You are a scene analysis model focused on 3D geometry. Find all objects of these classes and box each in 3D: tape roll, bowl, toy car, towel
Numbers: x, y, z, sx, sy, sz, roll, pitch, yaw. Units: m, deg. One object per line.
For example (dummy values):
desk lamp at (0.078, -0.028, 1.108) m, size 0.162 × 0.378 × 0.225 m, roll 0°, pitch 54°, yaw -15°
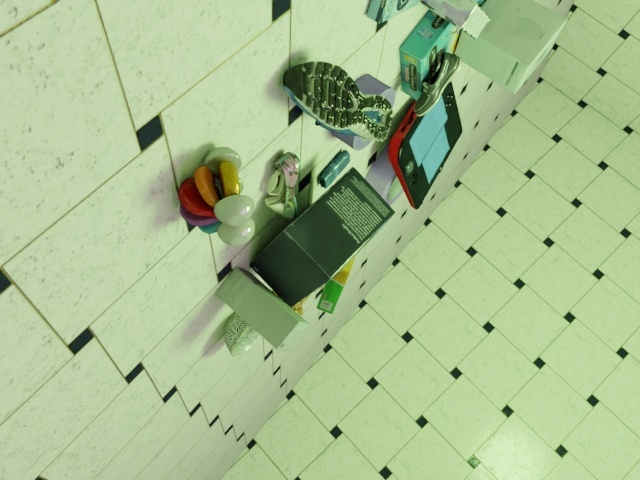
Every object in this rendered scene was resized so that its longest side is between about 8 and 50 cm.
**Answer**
tape roll at (0.114, -0.339, 1.652) m, size 0.189 × 0.080 × 0.189 m, roll -48°, pitch 162°, yaw -20°
bowl at (-0.240, 0.268, 1.890) m, size 0.170 × 0.080 × 0.170 m, roll -49°, pitch 164°, yaw -19°
toy car at (-0.206, -0.077, 1.199) m, size 0.136 × 0.159 × 0.182 m, roll -13°, pitch 152°, yaw -12°
towel at (0.040, -0.209, 1.804) m, size 0.119 × 0.029 × 0.067 m, roll -49°, pitch 164°, yaw -16°
tape roll at (0.264, -0.248, 2.265) m, size 0.275 × 0.090 × 0.275 m, roll -48°, pitch 164°, yaw -19°

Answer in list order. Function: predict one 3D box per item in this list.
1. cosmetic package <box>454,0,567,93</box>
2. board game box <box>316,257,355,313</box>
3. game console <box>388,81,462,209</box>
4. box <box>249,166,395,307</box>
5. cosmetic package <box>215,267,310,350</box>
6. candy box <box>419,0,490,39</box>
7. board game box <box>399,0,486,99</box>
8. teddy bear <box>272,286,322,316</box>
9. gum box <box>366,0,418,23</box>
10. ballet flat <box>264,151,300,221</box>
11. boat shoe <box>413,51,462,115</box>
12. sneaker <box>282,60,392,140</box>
cosmetic package at (0.557, -0.598, 1.836) m, size 0.224 × 0.224 × 0.138 m, roll -48°, pitch 167°, yaw -20°
board game box at (0.084, 0.076, 2.276) m, size 0.317 × 0.064 × 0.242 m, roll -67°, pitch 178°, yaw -45°
game console at (0.378, -0.345, 2.156) m, size 0.387 × 0.060 × 0.342 m, roll -58°, pitch 142°, yaw -18°
box at (0.000, 0.000, 1.697) m, size 0.294 × 0.183 × 0.296 m, roll -43°, pitch -179°, yaw -30°
cosmetic package at (-0.154, 0.187, 1.677) m, size 0.107 × 0.238 × 0.127 m, roll -54°, pitch 165°, yaw -1°
candy box at (0.333, -0.598, 1.581) m, size 0.070 × 0.165 × 0.196 m, roll -55°, pitch 165°, yaw 22°
board game box at (0.365, -0.607, 1.824) m, size 0.336 × 0.079 × 0.254 m, roll -53°, pitch 164°, yaw -6°
teddy bear at (-0.077, 0.167, 2.104) m, size 0.338 × 0.113 × 0.245 m, roll -57°, pitch 162°, yaw 10°
gum box at (0.188, -0.593, 1.404) m, size 0.184 × 0.041 × 0.157 m, roll -41°, pitch 160°, yaw -41°
ballet flat at (-0.098, -0.123, 1.525) m, size 0.079 × 0.077 × 0.222 m, roll -25°, pitch 148°, yaw -25°
boat shoe at (0.325, -0.457, 1.806) m, size 0.206 × 0.065 × 0.075 m, roll -53°, pitch -148°, yaw 30°
sneaker at (0.020, -0.294, 1.368) m, size 0.330 × 0.147 × 0.130 m, roll 16°, pitch 83°, yaw -52°
